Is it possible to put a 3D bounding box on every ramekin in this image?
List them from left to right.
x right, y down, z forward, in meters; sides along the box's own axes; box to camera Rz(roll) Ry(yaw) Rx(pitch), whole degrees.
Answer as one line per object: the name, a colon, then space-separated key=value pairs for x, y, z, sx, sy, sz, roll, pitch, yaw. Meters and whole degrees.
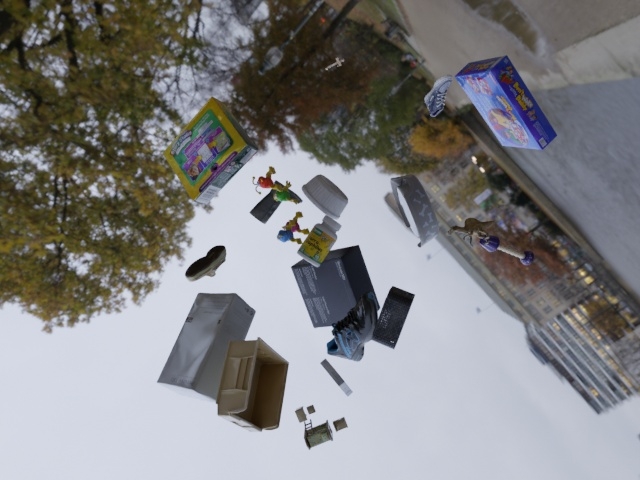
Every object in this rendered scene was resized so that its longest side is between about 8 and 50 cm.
ramekin: x=0.034 y=-0.250 z=2.633 sx=0.273 sy=0.127 sz=0.273 roll=39 pitch=-165 yaw=-12

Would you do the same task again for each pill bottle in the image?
pill bottle: x=0.000 y=0.000 z=2.050 sx=0.118 sy=0.208 sz=0.117 roll=34 pitch=179 yaw=1

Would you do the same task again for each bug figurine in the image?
bug figurine: x=-0.128 y=-0.103 z=1.604 sx=0.279 sy=0.072 sz=0.216 roll=69 pitch=-162 yaw=8

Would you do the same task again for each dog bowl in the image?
dog bowl: x=0.431 y=-0.144 z=2.171 sx=0.349 sy=0.102 sz=0.348 roll=-22 pitch=-90 yaw=-87

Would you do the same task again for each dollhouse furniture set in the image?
dollhouse furniture set: x=0.005 y=0.765 z=2.017 sx=0.101 sy=0.182 sz=0.161 roll=-90 pitch=-23 yaw=-88

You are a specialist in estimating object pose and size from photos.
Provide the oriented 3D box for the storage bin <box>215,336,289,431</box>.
storage bin: x=-0.233 y=0.512 z=1.672 sx=0.262 sy=0.123 sz=0.260 roll=59 pitch=-148 yaw=-52

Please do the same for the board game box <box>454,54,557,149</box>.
board game box: x=0.658 y=-0.484 z=1.701 sx=0.347 sy=0.078 sz=0.233 roll=46 pitch=180 yaw=-21

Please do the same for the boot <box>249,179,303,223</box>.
boot: x=-0.211 y=-0.164 z=2.286 sx=0.190 sy=0.208 sz=0.076 roll=33 pitch=180 yaw=-22

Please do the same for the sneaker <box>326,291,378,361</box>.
sneaker: x=0.117 y=0.324 z=1.738 sx=0.140 sy=0.340 sz=0.125 roll=8 pitch=-144 yaw=-10

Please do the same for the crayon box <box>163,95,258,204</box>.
crayon box: x=-0.498 y=-0.399 z=2.132 sx=0.313 sy=0.363 sz=0.106 roll=54 pitch=-162 yaw=21

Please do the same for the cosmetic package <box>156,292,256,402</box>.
cosmetic package: x=-0.428 y=0.402 z=1.817 sx=0.156 sy=0.217 sz=0.385 roll=51 pitch=-134 yaw=-42

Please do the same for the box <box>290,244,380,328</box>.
box: x=0.075 y=0.229 z=2.311 sx=0.179 sy=0.313 sz=0.343 roll=-31 pitch=-75 yaw=-50

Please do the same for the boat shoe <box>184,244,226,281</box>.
boat shoe: x=-0.356 y=0.088 z=1.523 sx=0.190 sy=0.068 sz=0.072 roll=-46 pitch=-45 yaw=-50

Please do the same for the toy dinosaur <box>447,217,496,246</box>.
toy dinosaur: x=0.488 y=-0.035 z=1.467 sx=0.183 sy=0.053 sz=0.092 roll=-12 pitch=-120 yaw=-14

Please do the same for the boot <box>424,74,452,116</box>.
boot: x=0.476 y=-0.569 z=1.878 sx=0.190 sy=0.069 sz=0.086 roll=123 pitch=133 yaw=-73

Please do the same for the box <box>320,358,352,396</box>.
box: x=0.076 y=0.641 z=2.219 sx=0.145 sy=0.038 sz=0.186 roll=45 pitch=168 yaw=34

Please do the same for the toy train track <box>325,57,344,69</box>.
toy train track: x=0.059 y=-0.708 z=1.918 sx=0.048 sy=0.083 sz=0.014 roll=42 pitch=-151 yaw=-60

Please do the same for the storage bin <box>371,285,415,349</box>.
storage bin: x=0.241 y=0.253 z=1.573 sx=0.084 sy=0.180 sz=0.122 roll=20 pitch=-171 yaw=14

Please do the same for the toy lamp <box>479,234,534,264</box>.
toy lamp: x=0.842 y=0.038 z=2.157 sx=0.275 sy=0.080 sz=0.080 roll=17 pitch=-149 yaw=-19
